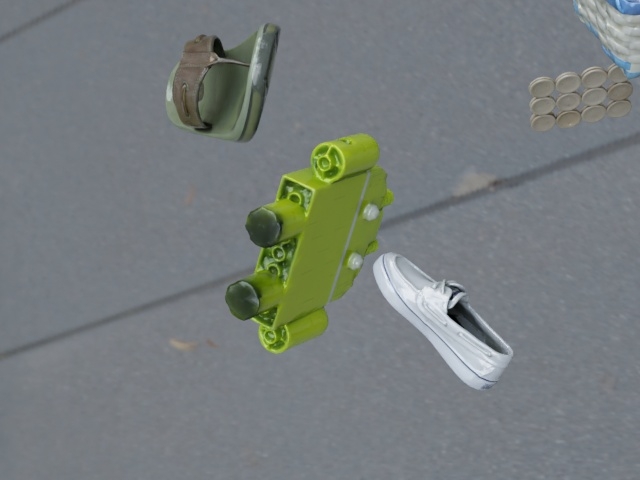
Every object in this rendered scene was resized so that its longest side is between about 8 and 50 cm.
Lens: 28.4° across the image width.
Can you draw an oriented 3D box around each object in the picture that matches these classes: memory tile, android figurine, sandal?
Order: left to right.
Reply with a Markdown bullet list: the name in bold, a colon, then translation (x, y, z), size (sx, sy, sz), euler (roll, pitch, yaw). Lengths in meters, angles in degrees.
- **sandal**: translation (-0.125, -0.167, 1.363), size (0.302, 0.086, 0.120), euler (-2, 75, 63)
- **android figurine**: translation (0.000, 0.000, 1.370), size (0.056, 0.273, 0.248), euler (27, 111, 24)
- **memory tile**: translation (0.370, -0.203, 1.793), size (0.148, 0.113, 0.012), euler (-11, 52, 5)

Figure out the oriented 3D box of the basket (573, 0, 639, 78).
- **basket**: translation (0.439, -0.387, 1.677), size (0.201, 0.289, 0.255), euler (-16, 48, -5)

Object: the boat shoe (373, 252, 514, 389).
- **boat shoe**: translation (0.186, 0.100, 1.861), size (0.258, 0.095, 0.084), euler (46, 124, 16)
